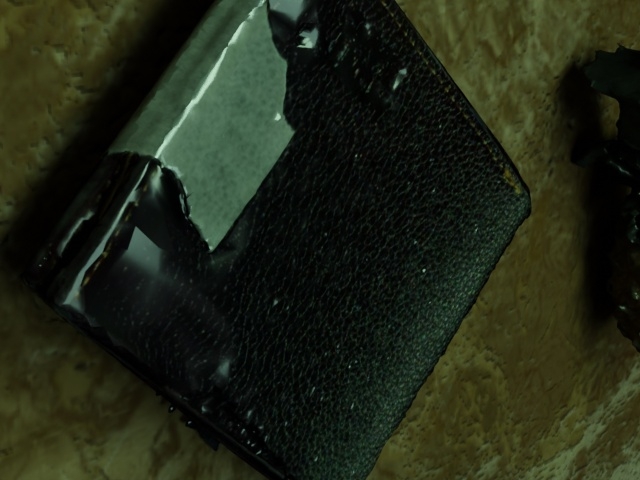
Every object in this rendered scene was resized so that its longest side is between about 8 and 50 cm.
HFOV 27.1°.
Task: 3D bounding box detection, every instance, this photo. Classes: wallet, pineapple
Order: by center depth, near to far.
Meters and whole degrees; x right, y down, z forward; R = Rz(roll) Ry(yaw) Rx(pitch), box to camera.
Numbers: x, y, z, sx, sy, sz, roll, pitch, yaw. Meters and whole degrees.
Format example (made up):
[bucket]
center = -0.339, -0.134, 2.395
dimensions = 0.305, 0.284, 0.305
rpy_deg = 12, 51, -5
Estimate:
[wallet]
center = 0.000, 0.000, 0.653
dimensions = 0.221, 0.071, 0.262
rpy_deg = -55, 137, -12
[pineapple]
center = 0.235, -0.028, 0.887
dimensions = 0.111, 0.119, 0.237
rpy_deg = -55, 136, -40
